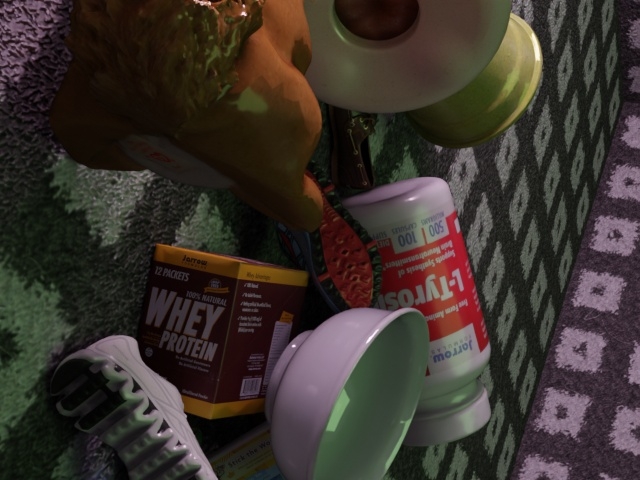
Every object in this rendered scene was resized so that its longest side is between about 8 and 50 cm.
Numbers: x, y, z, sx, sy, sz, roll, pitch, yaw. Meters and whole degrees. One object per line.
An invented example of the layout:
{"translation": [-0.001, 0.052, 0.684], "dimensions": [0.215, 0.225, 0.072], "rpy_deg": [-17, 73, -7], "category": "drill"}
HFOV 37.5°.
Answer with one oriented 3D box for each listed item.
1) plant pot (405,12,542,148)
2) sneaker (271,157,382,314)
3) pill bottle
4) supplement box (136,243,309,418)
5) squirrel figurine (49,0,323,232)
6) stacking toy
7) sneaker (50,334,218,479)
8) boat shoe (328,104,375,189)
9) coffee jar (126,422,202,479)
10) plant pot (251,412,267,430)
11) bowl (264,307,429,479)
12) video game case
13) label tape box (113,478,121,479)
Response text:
{"translation": [0.203, -0.331, 1.621], "dimensions": [0.254, 0.276, 0.276], "rpy_deg": [27, 75, -51], "category": "plant pot"}
{"translation": [0.000, 0.000, 1.356], "dimensions": [0.104, 0.261, 0.125], "rpy_deg": [-22, 167, -21], "category": "sneaker"}
{"translation": [0.148, 0.117, 1.553], "dimensions": [0.229, 0.229, 0.407], "rpy_deg": [-31, 108, -57], "category": "pill bottle"}
{"translation": [-0.129, 0.117, 1.231], "dimensions": [0.191, 0.129, 0.194], "rpy_deg": [12, 89, -64], "category": "supplement box"}
{"translation": [-0.097, -0.258, 0.909], "dimensions": [0.397, 0.281, 0.370], "rpy_deg": [69, 38, -71], "category": "squirrel figurine"}
{"translation": [0.092, -0.453, 1.371], "dimensions": [0.350, 0.351, 0.479], "rpy_deg": [70, 20, -46], "category": "stacking toy"}
{"translation": [-0.181, 0.233, 1.088], "dimensions": [0.292, 0.110, 0.118], "rpy_deg": [57, 21, -6], "category": "sneaker"}
{"translation": [0.058, -0.183, 1.560], "dimensions": [0.073, 0.073, 0.206], "rpy_deg": [-41, 134, -50], "category": "boat shoe"}
{"translation": [-0.200, 0.323, 1.204], "dimensions": [0.079, 0.096, 0.184], "rpy_deg": [-24, 121, -57], "category": "coffee jar"}
{"translation": [-0.009, 0.297, 1.493], "dimensions": [0.167, 0.165, 0.166], "rpy_deg": [-39, 136, -51], "category": "plant pot"}
{"translation": [0.019, 0.206, 1.249], "dimensions": [0.298, 0.134, 0.297], "rpy_deg": [-42, 143, -43], "category": "bowl"}
{"translation": [-0.047, 0.359, 1.356], "dimensions": [0.227, 0.026, 0.206], "rpy_deg": [-29, 99, -9], "category": "video game case"}
{"translation": [-0.279, 0.493, 1.093], "dimensions": [0.249, 0.115, 0.347], "rpy_deg": [-22, 118, -60], "category": "label tape box"}
